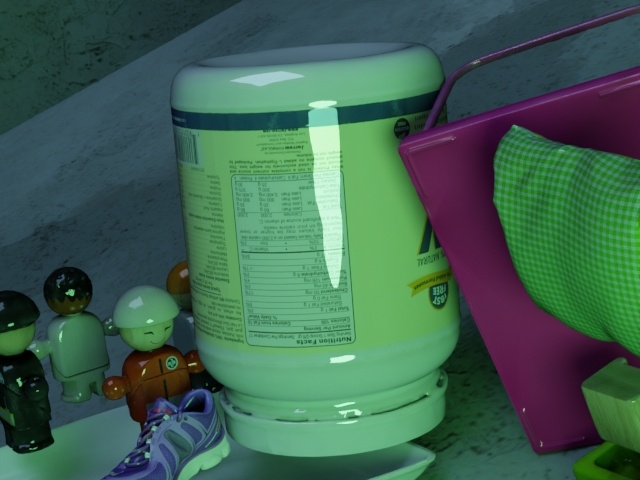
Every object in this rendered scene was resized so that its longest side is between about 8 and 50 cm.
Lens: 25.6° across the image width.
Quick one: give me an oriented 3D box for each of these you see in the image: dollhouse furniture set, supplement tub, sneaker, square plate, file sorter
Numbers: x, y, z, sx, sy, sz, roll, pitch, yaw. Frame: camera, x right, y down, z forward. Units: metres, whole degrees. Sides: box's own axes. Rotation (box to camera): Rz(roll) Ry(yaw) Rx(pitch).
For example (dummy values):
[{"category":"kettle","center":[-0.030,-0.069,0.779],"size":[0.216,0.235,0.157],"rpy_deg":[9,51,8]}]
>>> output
[{"category":"dollhouse furniture set","center":[0.181,0.098,0.915],"size":[0.151,0.301,0.197],"rpy_deg":[-36,27,-25]},{"category":"supplement tub","center":[0.000,0.000,1.219],"size":[0.235,0.325,0.235],"rpy_deg":[-5,12,1]},{"category":"sneaker","center":[-0.136,0.170,1.149],"size":[0.068,0.071,0.170],"rpy_deg":[-2,16,24]},{"category":"square plate","center":[-0.132,0.214,1.221],"size":[0.347,0.049,0.344],"rpy_deg":[-17,17,-30]},{"category":"file sorter","center":[0.227,-0.014,1.121],"size":[0.202,0.291,0.182],"rpy_deg":[-15,23,26]}]

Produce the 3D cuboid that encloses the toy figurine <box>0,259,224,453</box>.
[{"category":"toy figurine","center":[-0.198,0.096,1.321],"size":[0.213,0.148,0.209],"rpy_deg":[-5,13,16]}]
